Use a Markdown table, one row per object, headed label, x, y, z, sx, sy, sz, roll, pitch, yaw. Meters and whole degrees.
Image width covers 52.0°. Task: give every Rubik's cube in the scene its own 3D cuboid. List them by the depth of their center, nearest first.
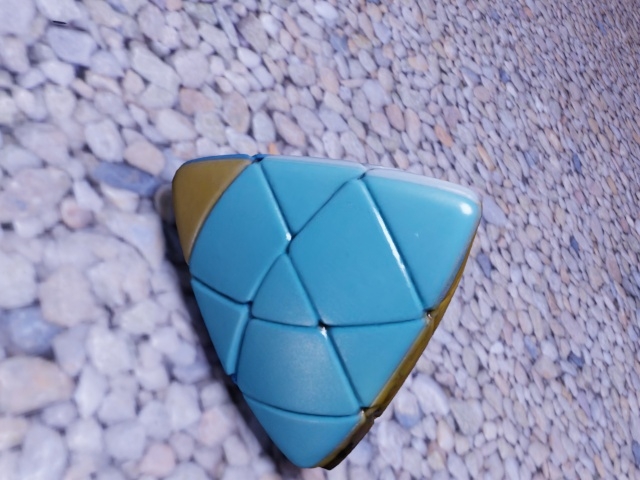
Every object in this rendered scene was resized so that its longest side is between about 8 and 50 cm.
| label | x | y | z | sx | sy | sz | roll | pitch | yaw |
| --- | --- | --- | --- | --- | --- | --- | --- | --- | --- |
| Rubik's cube | 0.000 | 0.000 | 0.477 | 0.254 | 0.254 | 0.254 | 21 | 55 | -34 |
